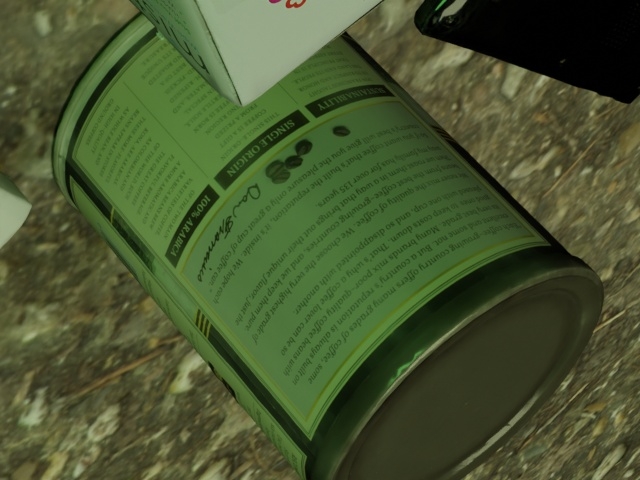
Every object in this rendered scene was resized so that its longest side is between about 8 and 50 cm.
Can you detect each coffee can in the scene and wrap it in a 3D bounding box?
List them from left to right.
[{"bbox_3d":[0.000,0.000,1.018,0.202,0.275,0.201,-32,152,-19],"label":"coffee can"}]

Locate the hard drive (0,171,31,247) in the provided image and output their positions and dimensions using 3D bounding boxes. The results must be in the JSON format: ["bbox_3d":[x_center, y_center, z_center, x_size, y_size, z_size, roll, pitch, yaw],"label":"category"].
[{"bbox_3d":[-0.303,0.004,0.878,0.203,0.040,0.307,-46,153,6],"label":"hard drive"}]

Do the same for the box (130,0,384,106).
[{"bbox_3d":[-0.084,-0.212,0.608,0.127,0.262,0.231,-39,152,-8],"label":"box"}]

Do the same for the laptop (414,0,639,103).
[{"bbox_3d":[0.173,-0.287,0.827,0.382,0.236,0.408,-52,158,17],"label":"laptop"}]
